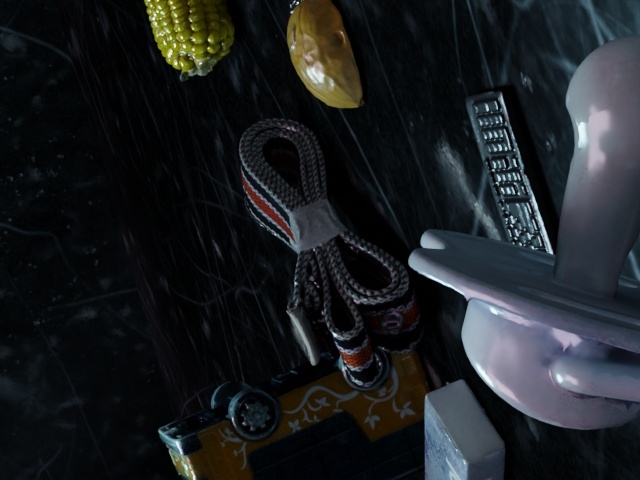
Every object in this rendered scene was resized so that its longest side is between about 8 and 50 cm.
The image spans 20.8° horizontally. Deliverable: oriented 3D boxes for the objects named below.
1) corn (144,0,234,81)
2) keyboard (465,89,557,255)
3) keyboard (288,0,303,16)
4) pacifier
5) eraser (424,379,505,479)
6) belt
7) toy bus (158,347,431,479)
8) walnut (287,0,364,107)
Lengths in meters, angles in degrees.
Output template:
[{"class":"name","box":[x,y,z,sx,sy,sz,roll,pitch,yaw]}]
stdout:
[{"class":"corn","box":[-0.188,-0.347,2.074,0.102,0.102,0.313,122,126,-74]},{"class":"keyboard","box":[0.165,0.003,1.354,0.087,0.017,0.250,-176,65,-74]},{"class":"keyboard","box":[-0.020,-0.240,1.740,0.204,0.013,0.061,82,161,-44]},{"class":"pacifier","box":[0.176,-0.006,1.013,0.287,0.238,0.225,-33,-44,-78]},{"class":"eraser","box":[0.142,0.238,1.733,0.212,0.046,0.092,86,159,-50]},{"class":"belt","box":[0.000,0.000,1.821,0.359,0.126,0.094,-116,3,-47]},{"class":"toy bus","box":[-0.017,0.210,1.835,0.138,0.275,0.167,-178,67,-76]},{"class":"walnut","box":[-0.002,-0.178,1.679,0.091,0.052,0.121,118,133,-77]}]
